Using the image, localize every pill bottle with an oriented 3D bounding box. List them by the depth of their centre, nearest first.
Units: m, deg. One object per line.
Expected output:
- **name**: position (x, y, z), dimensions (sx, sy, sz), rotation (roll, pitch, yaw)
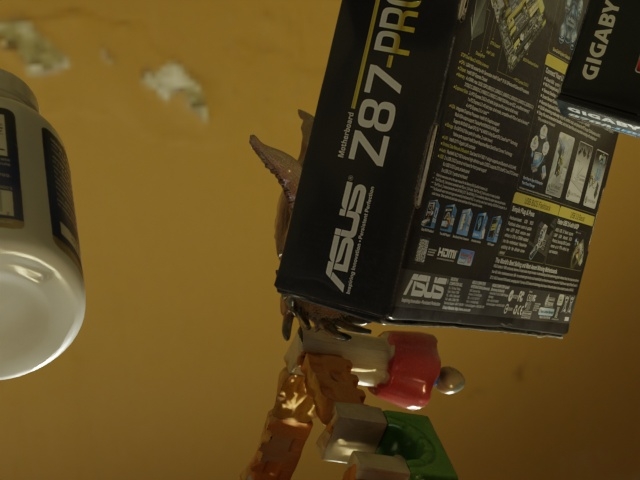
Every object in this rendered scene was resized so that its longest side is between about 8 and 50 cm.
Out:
- **pill bottle**: position (-0.175, -0.016, 0.906), dimensions (0.094, 0.094, 0.169), rotation (-6, -140, -9)

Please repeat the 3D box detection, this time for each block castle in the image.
- **block castle**: position (0.075, 0.315, 1.727), dimensions (0.213, 0.303, 0.453), rotation (11, -155, -22)

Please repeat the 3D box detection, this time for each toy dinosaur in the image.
- **toy dinosaur**: position (0.000, 0.000, 1.641), dimensions (0.127, 0.200, 0.295), rotation (26, 177, 21)

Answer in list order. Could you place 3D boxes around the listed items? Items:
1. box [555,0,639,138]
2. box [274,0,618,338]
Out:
- **box**: position (0.260, -0.157, 1.057), dimensions (0.175, 0.220, 0.051), rotation (18, 173, 15)
- **box**: position (0.122, -0.094, 1.248), dimensions (0.097, 0.318, 0.395), rotation (16, -177, 25)
